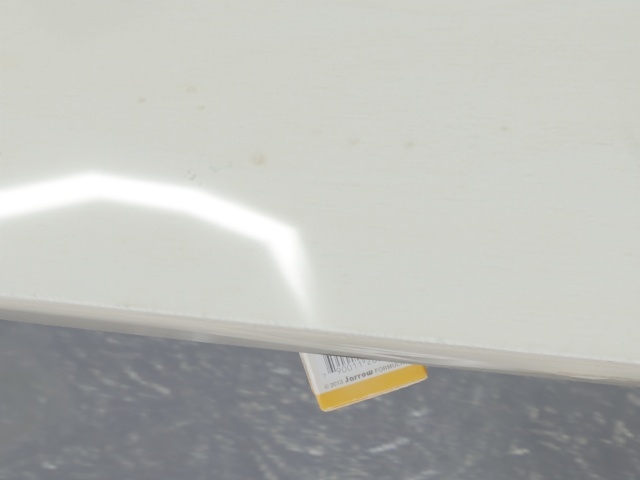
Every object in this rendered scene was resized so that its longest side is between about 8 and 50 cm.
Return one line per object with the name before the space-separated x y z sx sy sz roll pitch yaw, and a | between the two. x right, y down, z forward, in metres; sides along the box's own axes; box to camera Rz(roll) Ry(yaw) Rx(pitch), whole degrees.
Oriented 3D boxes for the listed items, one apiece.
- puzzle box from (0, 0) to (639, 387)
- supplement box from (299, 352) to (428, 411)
puzzle box | -0.078 -0.117 0.444 0.409 0.052 0.272 6 80 19
supplement box | 0.000 0.000 0.607 0.036 0.062 0.098 -18 91 -2
